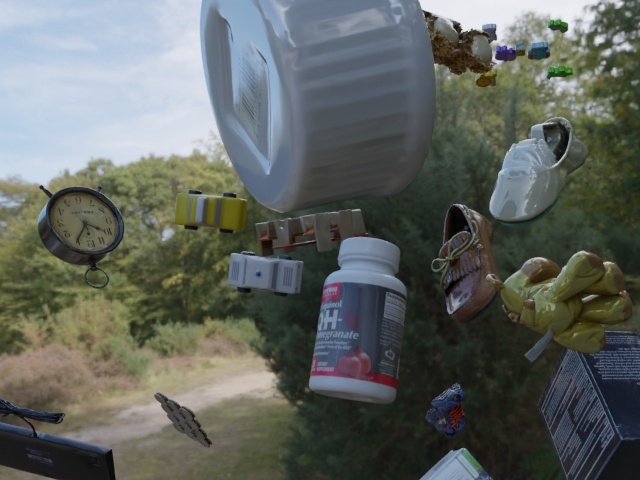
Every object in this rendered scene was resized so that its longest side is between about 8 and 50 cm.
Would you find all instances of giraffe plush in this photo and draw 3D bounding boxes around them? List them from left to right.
[{"bbox_3d":[0.388,0.098,1.043,0.210,0.181,0.170,-32,22,-4],"label":"giraffe plush"}]

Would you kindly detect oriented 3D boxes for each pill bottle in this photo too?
[{"bbox_3d":[0.085,0.163,1.255,0.177,0.318,0.176,8,-19,3],"label":"pill bottle"}]

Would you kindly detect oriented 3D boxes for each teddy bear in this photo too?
[{"bbox_3d":[0.205,-0.404,1.222,0.245,0.113,0.338,-1,30,-43],"label":"teddy bear"}]

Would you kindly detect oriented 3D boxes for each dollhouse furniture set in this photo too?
[{"bbox_3d":[0.000,0.000,1.580,0.259,0.135,0.262,-9,2,-39],"label":"dollhouse furniture set"}]

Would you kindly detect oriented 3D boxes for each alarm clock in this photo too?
[{"bbox_3d":[-0.394,-0.005,1.012,0.129,0.192,0.064,-3,-28,-46],"label":"alarm clock"}]

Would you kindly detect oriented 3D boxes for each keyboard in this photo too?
[{"bbox_3d":[-0.563,0.400,1.221,0.318,0.201,0.033,8,30,11],"label":"keyboard"}]

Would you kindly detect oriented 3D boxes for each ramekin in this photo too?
[{"bbox_3d":[-0.019,-0.160,0.618,0.135,0.277,0.277,-19,-1,-22],"label":"ramekin"}]

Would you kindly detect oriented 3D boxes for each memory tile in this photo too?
[{"bbox_3d":[-0.291,0.383,1.297,0.113,0.148,0.012,16,49,31],"label":"memory tile"}]

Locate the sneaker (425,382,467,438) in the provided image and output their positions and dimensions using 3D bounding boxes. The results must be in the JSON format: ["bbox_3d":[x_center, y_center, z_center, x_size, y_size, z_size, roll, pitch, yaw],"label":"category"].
[{"bbox_3d":[0.313,0.406,1.440,0.083,0.087,0.221,-35,-27,-16],"label":"sneaker"}]

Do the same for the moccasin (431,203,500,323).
[{"bbox_3d":[0.329,0.040,1.402,0.147,0.380,0.139,36,-49,-13],"label":"moccasin"}]

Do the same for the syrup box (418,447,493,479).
[{"bbox_3d":[0.201,0.355,0.668,0.096,0.237,0.093,-39,-19,-11],"label":"syrup box"}]

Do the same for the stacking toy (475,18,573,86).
[{"bbox_3d":[0.496,-0.458,1.489,0.221,0.166,0.052,1,-26,17],"label":"stacking toy"}]

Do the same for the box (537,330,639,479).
[{"bbox_3d":[0.666,0.416,1.402,0.183,0.294,0.296,2,-51,-2],"label":"box"}]

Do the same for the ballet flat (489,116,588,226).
[{"bbox_3d":[0.268,-0.098,0.758,0.086,0.086,0.248,-10,17,39],"label":"ballet flat"}]

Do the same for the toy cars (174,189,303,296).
[{"bbox_3d":[-0.211,0.004,1.473,0.176,0.393,0.087,-44,-9,8],"label":"toy cars"}]
